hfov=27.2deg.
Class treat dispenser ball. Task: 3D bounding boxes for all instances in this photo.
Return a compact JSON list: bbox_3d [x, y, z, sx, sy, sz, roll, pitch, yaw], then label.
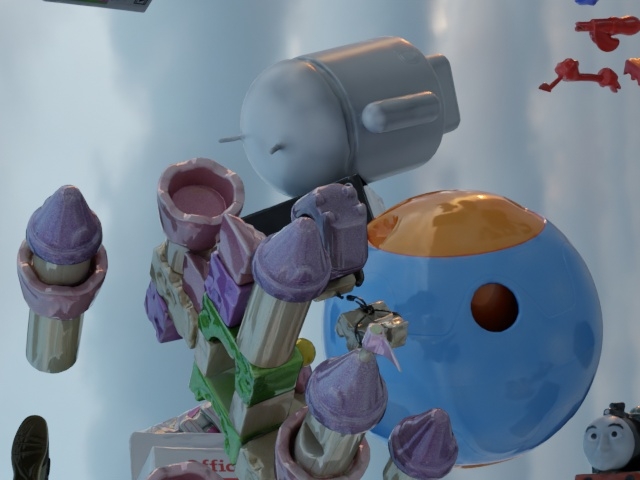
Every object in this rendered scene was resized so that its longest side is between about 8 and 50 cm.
[{"bbox_3d":[0.144,0.090,1.361,0.288,0.288,0.288,-5,-90,-70],"label":"treat dispenser ball"}]

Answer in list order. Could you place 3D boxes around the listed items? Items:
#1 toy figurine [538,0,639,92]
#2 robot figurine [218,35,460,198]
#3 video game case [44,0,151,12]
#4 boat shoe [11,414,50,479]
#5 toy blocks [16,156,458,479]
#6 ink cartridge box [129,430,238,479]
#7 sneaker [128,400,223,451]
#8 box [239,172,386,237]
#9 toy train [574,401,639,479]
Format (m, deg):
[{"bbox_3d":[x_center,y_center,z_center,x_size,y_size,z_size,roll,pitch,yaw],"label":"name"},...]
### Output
[{"bbox_3d":[0.264,-0.353,1.351,0.217,0.191,0.362,-127,28,-53],"label":"toy figurine"},{"bbox_3d":[0.033,-0.174,1.872,0.353,0.300,0.199,-19,-81,-35],"label":"robot figurine"},{"bbox_3d":[-0.234,-0.379,1.639,0.023,0.212,0.193,46,-154,20],"label":"video game case"},{"bbox_3d":[-0.437,0.340,1.999,0.049,0.056,0.152,43,-126,-79],"label":"boat shoe"},{"bbox_3d":[-0.031,0.052,0.948,0.288,0.309,0.260,56,147,31],"label":"toy blocks"},{"bbox_3d":[-0.084,0.332,1.377,0.119,0.207,0.353,118,149,-49],"label":"ink cartridge box"},{"bbox_3d":[-0.154,0.255,1.700,0.103,0.111,0.252,59,-159,1],"label":"sneaker"},{"bbox_3d":[0.000,0.000,1.836,0.261,0.184,0.103,28,-136,-79],"label":"box"},{"bbox_3d":[0.434,0.307,1.672,0.334,0.142,0.190,14,-111,-46],"label":"toy train"}]
